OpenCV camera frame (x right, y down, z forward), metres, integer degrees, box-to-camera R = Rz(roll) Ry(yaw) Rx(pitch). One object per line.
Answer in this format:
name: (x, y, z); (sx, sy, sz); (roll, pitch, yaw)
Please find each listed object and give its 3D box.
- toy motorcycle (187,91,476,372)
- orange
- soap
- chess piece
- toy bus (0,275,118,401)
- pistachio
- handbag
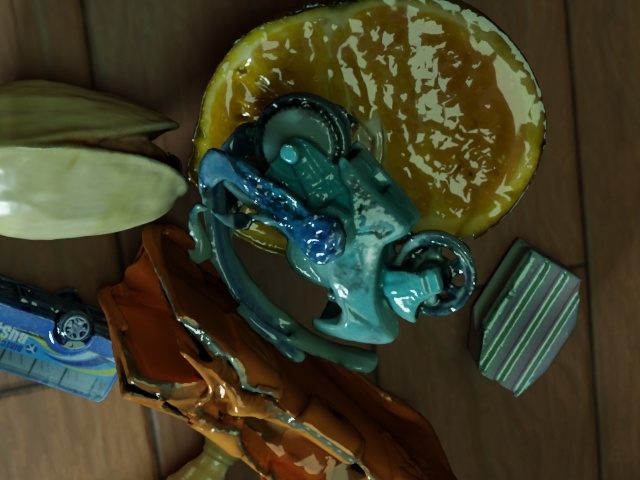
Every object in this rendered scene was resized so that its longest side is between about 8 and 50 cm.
toy motorcycle: (0.000, 0.000, 1.684); (0.206, 0.154, 0.260); (-41, 92, 22)
orange: (0.053, -0.115, 1.765); (0.274, 0.310, 0.274); (6, 82, -51)
soap: (0.219, 0.086, 1.986); (0.100, 0.056, 0.149); (29, 97, -21)
chess piece: (-0.114, 0.239, 1.937); (0.066, 0.066, 0.122); (35, 90, -23)
toy bus: (-0.306, 0.085, 1.817); (0.236, 0.079, 0.094); (20, 103, -21)
pistachio: (-0.238, -0.079, 1.742); (0.229, 0.157, 0.157); (-2, 108, -23)
handbag: (-0.031, 0.164, 1.805); (0.410, 0.303, 0.116); (38, 97, -23)
